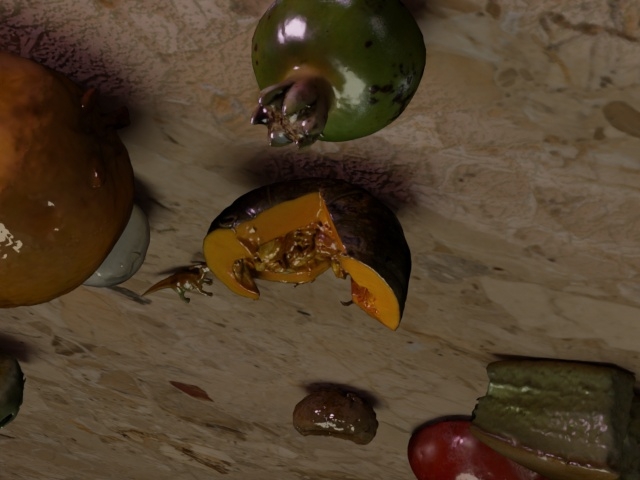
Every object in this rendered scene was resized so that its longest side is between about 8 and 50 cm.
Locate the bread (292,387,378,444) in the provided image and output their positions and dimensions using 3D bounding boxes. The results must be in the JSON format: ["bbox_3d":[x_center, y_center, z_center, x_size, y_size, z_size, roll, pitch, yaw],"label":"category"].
[{"bbox_3d":[0.021,0.226,1.445,0.113,0.060,0.082,10,154,5],"label":"bread"}]

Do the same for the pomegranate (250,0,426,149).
[{"bbox_3d":[0.003,-0.106,0.701,0.114,0.142,0.114,17,134,19],"label":"pomegranate"}]

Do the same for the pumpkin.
[{"bbox_3d":[0.000,0.000,0.951,0.183,0.108,0.119,13,148,21],"label":"pumpkin"}]

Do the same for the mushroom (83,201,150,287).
[{"bbox_3d":[-0.240,0.003,1.117,0.116,0.093,0.225,-1,175,-20],"label":"mushroom"}]

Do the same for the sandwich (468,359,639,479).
[{"bbox_3d":[0.291,0.208,1.194,0.235,0.122,0.128,22,155,-14],"label":"sandwich"}]

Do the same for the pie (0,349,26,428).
[{"bbox_3d":[-0.607,0.233,1.593,0.371,0.296,0.078,4,116,23],"label":"pie"}]

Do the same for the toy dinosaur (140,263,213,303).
[{"bbox_3d":[-0.151,0.051,1.221,0.113,0.026,0.041,-24,128,40],"label":"toy dinosaur"}]

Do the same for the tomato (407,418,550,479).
[{"bbox_3d":[0.222,0.321,1.486,0.228,0.101,0.228,10,155,4],"label":"tomato"}]

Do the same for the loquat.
[{"bbox_3d":[-0.267,-0.044,0.900,0.238,0.193,0.238,4,138,3],"label":"loquat"}]
